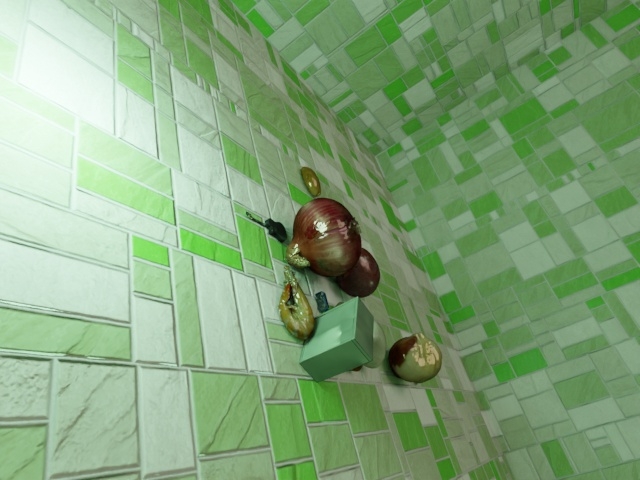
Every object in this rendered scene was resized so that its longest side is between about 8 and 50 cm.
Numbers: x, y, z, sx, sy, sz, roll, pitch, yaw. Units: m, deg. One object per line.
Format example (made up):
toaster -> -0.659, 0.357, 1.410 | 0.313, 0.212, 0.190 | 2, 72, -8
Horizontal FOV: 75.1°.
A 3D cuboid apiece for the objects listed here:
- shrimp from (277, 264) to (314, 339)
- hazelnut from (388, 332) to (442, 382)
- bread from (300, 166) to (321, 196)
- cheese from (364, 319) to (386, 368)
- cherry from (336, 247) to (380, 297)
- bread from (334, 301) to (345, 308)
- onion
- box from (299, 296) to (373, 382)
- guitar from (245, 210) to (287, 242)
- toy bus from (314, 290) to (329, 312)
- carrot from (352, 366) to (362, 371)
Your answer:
shrimp -> -0.105, 0.217, 1.489 | 0.152, 0.063, 0.287 | 3, 57, -47
hazelnut -> 0.454, 0.562, 2.006 | 0.261, 0.261, 0.241 | 21, 74, -58
bread -> -0.047, -0.327, 2.272 | 0.114, 0.077, 0.189 | 2, 63, -60
cheese -> 0.195, 0.417, 1.758 | 0.198, 0.154, 0.189 | 53, 18, -25
cherry -> 0.175, 0.150, 1.955 | 0.236, 0.212, 0.285 | 41, -27, 57
bread -> 0.092, 0.313, 1.785 | 0.082, 0.060, 0.113 | 49, 22, -27
onion -> 0.033, -0.001, 1.728 | 0.353, 0.353, 0.354 | 47, 25, -30
box -> 0.064, 0.347, 1.459 | 0.117, 0.225, 0.225 | 52, 24, -19
guitar -> -0.212, -0.063, 1.638 | 0.233, 0.025, 0.088 | 33, 35, -50
toy bus -> 0.008, 0.253, 1.706 | 0.046, 0.038, 0.083 | 35, 33, -53
carrot -> 0.088, 0.464, 1.589 | 0.209, 0.061, 0.061 | 28, 38, -50
